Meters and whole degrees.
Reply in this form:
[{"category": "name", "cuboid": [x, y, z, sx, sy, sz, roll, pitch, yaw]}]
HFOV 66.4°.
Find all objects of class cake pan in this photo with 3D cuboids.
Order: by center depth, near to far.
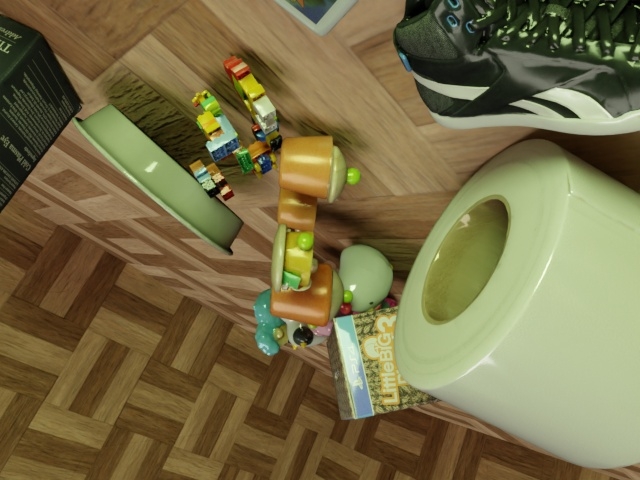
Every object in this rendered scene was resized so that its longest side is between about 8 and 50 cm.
[{"category": "cake pan", "cuboid": [-0.225, -0.093, 0.727, 0.293, 0.054, 0.293, 42, 176, 4]}]

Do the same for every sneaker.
[{"category": "sneaker", "cuboid": [0.134, -0.129, 0.299, 0.217, 0.079, 0.121, 5, 154, 47]}]

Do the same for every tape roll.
[{"category": "tape roll", "cuboid": [0.200, 0.053, 0.449, 0.169, 0.246, 0.246, 27, 161, -7]}]

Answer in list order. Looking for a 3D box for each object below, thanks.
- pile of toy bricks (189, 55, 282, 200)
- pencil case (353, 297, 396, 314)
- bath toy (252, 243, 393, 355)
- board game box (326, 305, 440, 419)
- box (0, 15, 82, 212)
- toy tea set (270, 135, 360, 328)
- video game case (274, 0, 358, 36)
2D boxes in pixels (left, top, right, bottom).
[{"category": "pile of toy bricks", "cuboid": [-0.116, -0.134, 0.584, 0.105, 0.118, 0.212, 56, 172, 6]}, {"category": "pencil case", "cuboid": [0.049, 0.138, 1.074, 0.236, 0.104, 0.104, 18, 160, 17]}, {"category": "bath toy", "cuboid": [-0.002, 0.125, 0.919, 0.151, 0.129, 0.348, 45, 139, -13]}, {"category": "board game box", "cuboid": [0.167, 0.188, 0.789, 0.291, 0.141, 0.232, -10, 160, -5]}, {"category": "box", "cuboid": [-0.591, -0.185, 0.673, 0.343, 0.312, 0.179, 24, 161, 0]}, {"category": "toy tea set", "cuboid": [0.000, 0.000, 0.672, 0.124, 0.200, 0.336, 5, 159, -4]}, {"category": "video game case", "cuboid": [-0.056, -0.275, 0.217, 0.329, 0.036, 0.300, 31, 160, -20]}]
